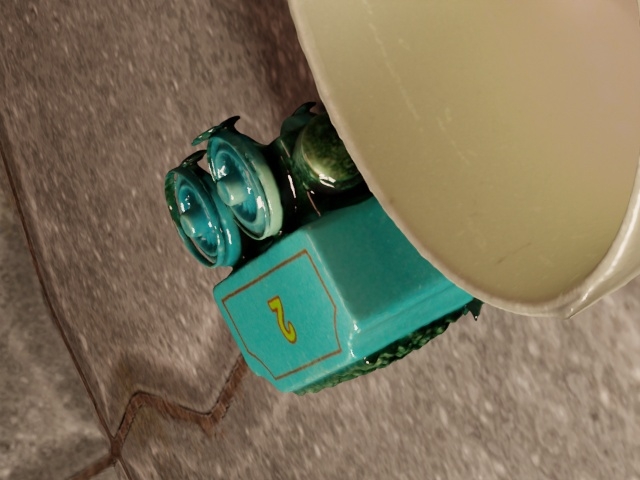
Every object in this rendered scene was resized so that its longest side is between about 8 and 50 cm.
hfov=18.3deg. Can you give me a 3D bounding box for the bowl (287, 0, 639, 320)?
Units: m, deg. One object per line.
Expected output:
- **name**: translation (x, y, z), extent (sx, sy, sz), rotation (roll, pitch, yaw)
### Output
- **bowl**: translation (0.098, -0.121, 0.772), extent (0.277, 0.145, 0.277), rotation (46, 148, 41)

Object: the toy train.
- **toy train**: translation (0.000, 0.000, 1.138), extent (0.163, 0.112, 0.203), rotation (63, 159, 3)
